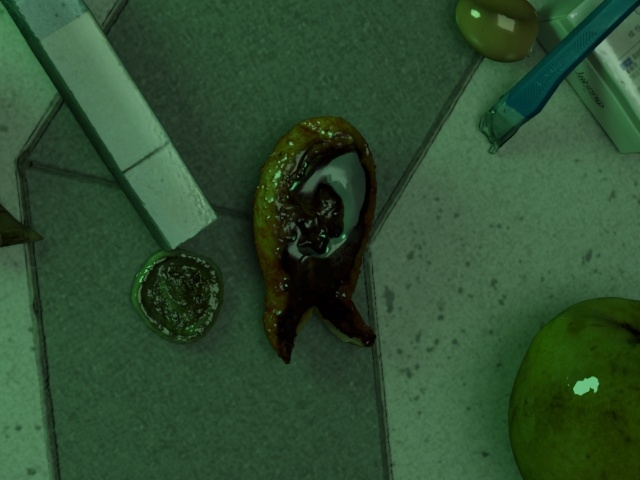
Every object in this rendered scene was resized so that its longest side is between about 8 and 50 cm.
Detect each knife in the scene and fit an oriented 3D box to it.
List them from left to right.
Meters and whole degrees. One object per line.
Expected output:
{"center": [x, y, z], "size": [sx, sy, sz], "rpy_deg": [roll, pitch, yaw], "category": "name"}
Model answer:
{"center": [0.274, -0.201, 1.797], "size": [0.044, 0.026, 0.296], "rpy_deg": [45, 122, -1], "category": "knife"}

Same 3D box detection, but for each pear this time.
{"center": [0.364, 0.217, 1.811], "size": [0.304, 0.304, 0.304], "rpy_deg": [-1, 93, -19], "category": "pear"}

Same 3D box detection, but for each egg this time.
{"center": [0.198, -0.245, 1.830], "size": [0.096, 0.080, 0.080], "rpy_deg": [21, 86, -22], "category": "egg"}

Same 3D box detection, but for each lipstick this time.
{"center": [-0.220, -0.138, 1.695], "size": [0.068, 0.066, 0.317], "rpy_deg": [-35, 103, -15], "category": "lipstick"}

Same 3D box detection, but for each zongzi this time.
{"center": [-0.331, -0.030, 1.679], "size": [0.083, 0.040, 0.076], "rpy_deg": [-13, 90, -30], "category": "zongzi"}

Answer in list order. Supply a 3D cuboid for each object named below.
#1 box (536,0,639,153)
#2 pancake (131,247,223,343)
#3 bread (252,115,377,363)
{"center": [0.411, -0.260, 1.885], "size": [0.274, 0.116, 0.203], "rpy_deg": [-42, 105, -12], "category": "box"}
{"center": [-0.154, 0.060, 1.755], "size": [0.108, 0.017, 0.108], "rpy_deg": [0, 90, -22], "category": "pancake"}
{"center": [-0.008, -0.003, 1.771], "size": [0.139, 0.095, 0.269], "rpy_deg": [-3, 108, -17], "category": "bread"}
